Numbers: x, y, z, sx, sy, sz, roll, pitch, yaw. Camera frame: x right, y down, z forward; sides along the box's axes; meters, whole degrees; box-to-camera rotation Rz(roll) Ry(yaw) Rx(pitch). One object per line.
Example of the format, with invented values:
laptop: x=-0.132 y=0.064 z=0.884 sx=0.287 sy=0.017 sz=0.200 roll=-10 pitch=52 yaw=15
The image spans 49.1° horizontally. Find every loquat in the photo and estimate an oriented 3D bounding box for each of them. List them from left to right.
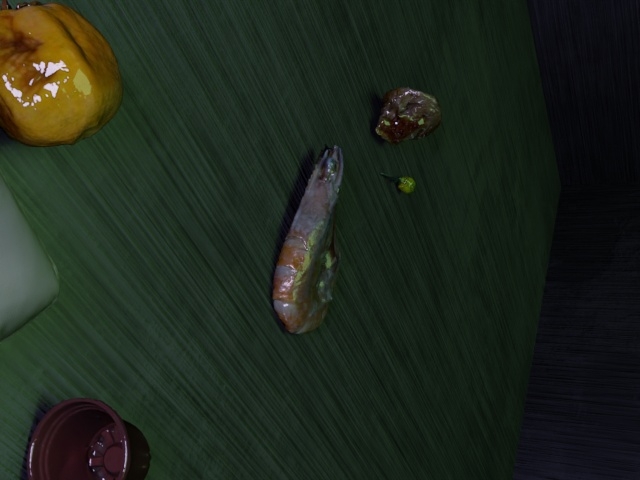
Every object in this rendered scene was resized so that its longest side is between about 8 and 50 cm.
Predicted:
loquat: x=-0.245 y=-0.150 z=0.631 sx=0.137 sy=0.113 sz=0.137 roll=18 pitch=62 yaw=-39

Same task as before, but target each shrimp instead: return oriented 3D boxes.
shrimp: x=0.000 y=0.000 z=1.129 sx=0.164 sy=0.062 sz=0.317 roll=42 pitch=58 yaw=-59

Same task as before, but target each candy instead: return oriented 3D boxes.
candy: x=0.159 y=-0.124 z=1.454 sx=0.123 sy=0.035 sz=0.035 roll=13 pitch=95 yaw=-53

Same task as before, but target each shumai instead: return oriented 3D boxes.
shumai: x=0.177 y=-0.237 z=1.401 sx=0.139 sy=0.123 sz=0.105 roll=16 pitch=86 yaw=-74

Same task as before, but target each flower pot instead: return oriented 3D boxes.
flower pot: x=-0.216 y=0.215 z=0.692 sx=0.089 sy=0.111 sz=0.111 roll=48 pitch=48 yaw=-67

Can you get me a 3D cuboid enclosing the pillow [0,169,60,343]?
pillow: x=-0.330 y=-0.021 z=0.460 sx=0.255 sy=0.119 sz=0.323 roll=-53 pitch=136 yaw=-46
